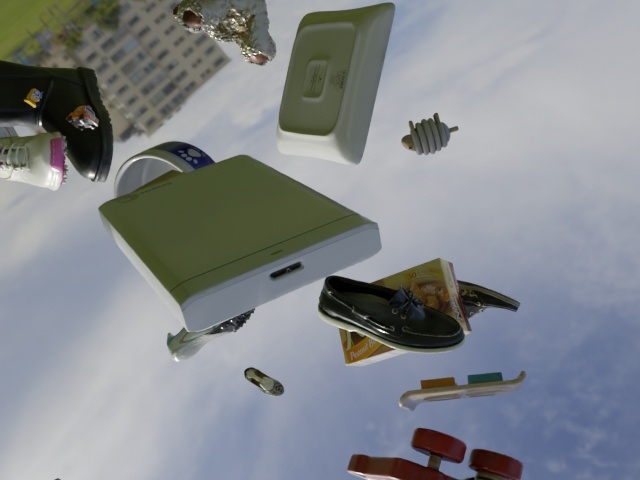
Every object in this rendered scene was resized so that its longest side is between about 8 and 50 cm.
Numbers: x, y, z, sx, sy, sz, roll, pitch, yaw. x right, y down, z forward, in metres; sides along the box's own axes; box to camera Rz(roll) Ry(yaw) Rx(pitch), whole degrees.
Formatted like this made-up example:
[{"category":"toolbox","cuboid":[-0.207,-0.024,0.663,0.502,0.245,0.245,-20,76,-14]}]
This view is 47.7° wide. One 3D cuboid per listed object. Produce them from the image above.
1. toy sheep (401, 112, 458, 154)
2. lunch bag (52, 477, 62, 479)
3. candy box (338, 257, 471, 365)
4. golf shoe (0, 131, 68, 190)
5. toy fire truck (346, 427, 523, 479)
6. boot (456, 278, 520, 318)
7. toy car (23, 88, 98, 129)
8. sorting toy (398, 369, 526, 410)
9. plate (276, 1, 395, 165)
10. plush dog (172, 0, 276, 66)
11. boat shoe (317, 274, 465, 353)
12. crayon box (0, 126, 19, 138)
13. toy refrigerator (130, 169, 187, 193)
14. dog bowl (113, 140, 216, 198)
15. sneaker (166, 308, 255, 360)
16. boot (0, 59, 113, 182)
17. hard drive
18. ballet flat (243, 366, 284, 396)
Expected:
[{"category":"toy sheep","cuboid":[0.247,-0.238,1.634,0.132,0.091,0.091,-16,-151,9]},{"category":"lunch bag","cuboid":[-0.523,0.511,1.433,0.083,0.071,0.053,-31,-145,27]},{"category":"candy box","cuboid":[0.193,0.182,1.787,0.317,0.088,0.182,-23,-113,29]},{"category":"golf shoe","cuboid":[-0.589,-0.156,1.433,0.306,0.140,0.115,1,-88,57]},{"category":"toy fire truck","cuboid":[0.227,0.473,1.382,0.254,0.302,0.169,-32,-142,66]},{"category":"boot","cuboid":[0.370,0.197,1.833,0.236,0.085,0.178,15,-90,18]},{"category":"toy car","cuboid":[-0.451,-0.239,1.278,0.060,0.122,0.040,-10,-122,49]},{"category":"sorting toy","cuboid":[0.243,0.252,1.233,0.208,0.193,0.038,-13,-108,10]},{"category":"plate","cuboid":[0.007,-0.285,1.295,0.278,0.045,0.277,19,-83,54]},{"category":"plush dog","cuboid":[-0.231,-0.564,1.791,0.225,0.262,0.210,9,-101,59]},{"category":"boat shoe","cuboid":[0.153,0.148,1.591,0.340,0.113,0.127,16,-145,25]},{"category":"crayon box","cuboid":[-0.946,-0.262,1.829,0.083,0.203,0.323,-14,-160,37]},{"category":"toy refrigerator","cuboid":[-0.270,-0.063,1.371,0.102,0.094,0.269,-33,-160,-18]},{"category":"dog bowl","cuboid":[-0.332,-0.087,1.638,0.265,0.264,0.104,-22,-168,36]},{"category":"sneaker","cuboid":[-0.267,0.201,1.735,0.237,0.085,0.086,-31,-115,5]},{"category":"boot","cuboid":[-0.701,-0.270,1.560,0.367,0.445,0.146,60,-44,40]},{"category":"hard drive","cuboid":[-0.118,-0.018,0.892,0.233,0.047,0.353,-23,-153,-22]},{"category":"ballet flat","cuboid":[-0.133,0.319,1.636,0.114,0.041,0.041,22,-118,36]}]
